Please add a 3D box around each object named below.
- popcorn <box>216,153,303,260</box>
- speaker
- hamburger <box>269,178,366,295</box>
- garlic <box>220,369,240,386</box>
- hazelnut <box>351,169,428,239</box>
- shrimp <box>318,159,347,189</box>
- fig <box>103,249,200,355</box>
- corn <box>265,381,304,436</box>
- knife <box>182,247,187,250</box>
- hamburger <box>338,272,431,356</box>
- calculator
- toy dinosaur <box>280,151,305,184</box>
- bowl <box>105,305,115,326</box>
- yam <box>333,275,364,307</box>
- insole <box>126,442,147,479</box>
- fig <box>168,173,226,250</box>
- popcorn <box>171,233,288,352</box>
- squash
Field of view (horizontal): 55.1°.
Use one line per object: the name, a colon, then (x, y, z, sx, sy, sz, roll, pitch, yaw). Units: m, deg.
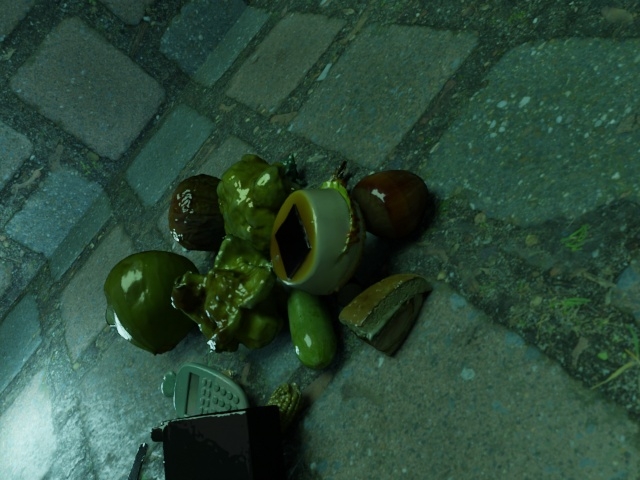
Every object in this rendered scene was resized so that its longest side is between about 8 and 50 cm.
popcorn: (-0.188, -0.103, 1.890, 0.334, 0.292, 0.293, 12, 69, 39)
speaker: (-0.228, 0.512, 1.405, 0.254, 0.184, 0.232, -12, 75, 18)
hamburger: (0.000, 0.000, 1.554, 0.294, 0.179, 0.276, -57, 39, 34)
garlic: (-0.303, 0.430, 1.749, 0.174, 0.099, 0.124, -19, 64, 36)
hazelnut: (0.184, -0.103, 1.603, 0.214, 0.176, 0.214, -17, 38, 14)
shrimp: (0.033, -0.142, 1.909, 0.236, 0.053, 0.133, -57, 31, 0)
fig: (-0.548, 0.202, 2.051, 0.343, 0.343, 0.343, -29, 41, 29)
corn: (-0.136, 0.477, 1.524, 0.288, 0.086, 0.086, -55, 35, -2)
knife: (-0.467, -0.042, 2.405, 0.222, 0.031, 0.064, -46, 32, 8)
hamburger: (0.148, 0.147, 1.454, 0.207, 0.135, 0.155, -52, 36, -4)
calculator: (-0.318, 0.434, 1.688, 0.295, 0.042, 0.184, 15, 103, 26)
toy dinosaur: (-0.117, -0.166, 2.086, 0.120, 0.079, 0.292, -20, 58, 45)
bowl: (-0.688, 0.241, 2.320, 0.238, 0.126, 0.237, -30, 40, 29)
yam: (0.056, 0.114, 1.633, 0.084, 0.084, 0.127, -46, 37, 8)
insole: (-0.567, 0.712, 1.870, 0.064, 0.004, 0.188, -19, 46, 38)
fig: (-0.341, -0.076, 2.162, 0.369, 0.286, 0.286, 14, 65, 14)
popcorn: (-0.221, 0.151, 1.742, 0.321, 0.290, 0.325, -18, 68, 17)
squash: (-0.031, 0.190, 1.635, 0.118, 0.118, 0.370, -39, 34, 18)
